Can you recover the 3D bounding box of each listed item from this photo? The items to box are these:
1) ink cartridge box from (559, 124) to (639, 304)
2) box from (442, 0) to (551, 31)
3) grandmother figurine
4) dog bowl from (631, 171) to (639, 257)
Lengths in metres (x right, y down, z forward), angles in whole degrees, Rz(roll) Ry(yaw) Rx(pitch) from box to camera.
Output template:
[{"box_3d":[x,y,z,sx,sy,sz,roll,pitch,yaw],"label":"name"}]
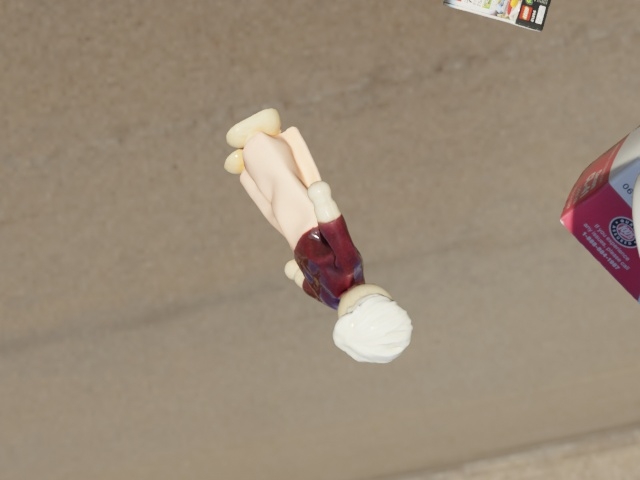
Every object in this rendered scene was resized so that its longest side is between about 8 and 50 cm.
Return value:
[{"box_3d":[0.418,-0.050,1.439,0.306,0.226,0.131,-42,-176,38],"label":"ink cartridge box"},{"box_3d":[0.185,-0.302,1.382,0.036,0.207,0.114,9,-169,-34],"label":"box"},{"box_3d":[0.000,0.000,1.815,0.104,0.342,0.208,-28,156,-11],"label":"grandmother figurine"},{"box_3d":[0.320,0.045,1.001,0.104,0.265,0.265,-29,152,27],"label":"dog bowl"}]
